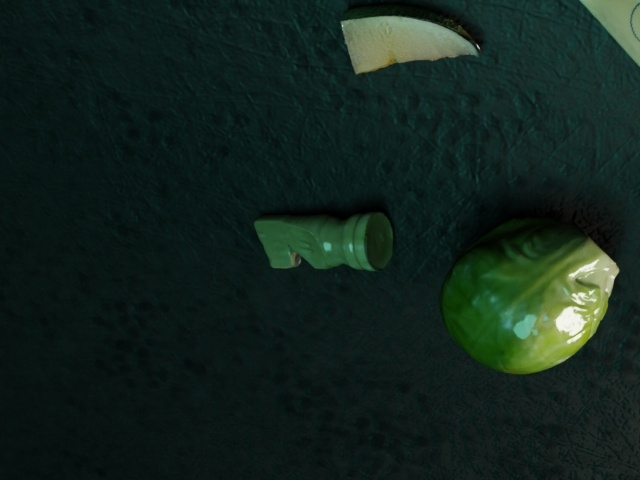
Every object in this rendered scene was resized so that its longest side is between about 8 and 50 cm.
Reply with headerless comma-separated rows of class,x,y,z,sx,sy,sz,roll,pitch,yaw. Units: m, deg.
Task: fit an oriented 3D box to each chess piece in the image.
chess piece,0.000,0.000,2.240,0.200,0.090,0.090,1,120,30

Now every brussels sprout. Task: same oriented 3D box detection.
brussels sprout,0.286,0.074,2.104,0.244,0.244,0.244,8,121,13

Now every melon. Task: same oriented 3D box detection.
melon,0.121,-0.276,2.051,0.182,0.054,0.098,-6,123,21

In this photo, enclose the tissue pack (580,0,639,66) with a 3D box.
tissue pack,0.435,-0.298,1.912,0.196,0.092,0.148,45,122,-10
